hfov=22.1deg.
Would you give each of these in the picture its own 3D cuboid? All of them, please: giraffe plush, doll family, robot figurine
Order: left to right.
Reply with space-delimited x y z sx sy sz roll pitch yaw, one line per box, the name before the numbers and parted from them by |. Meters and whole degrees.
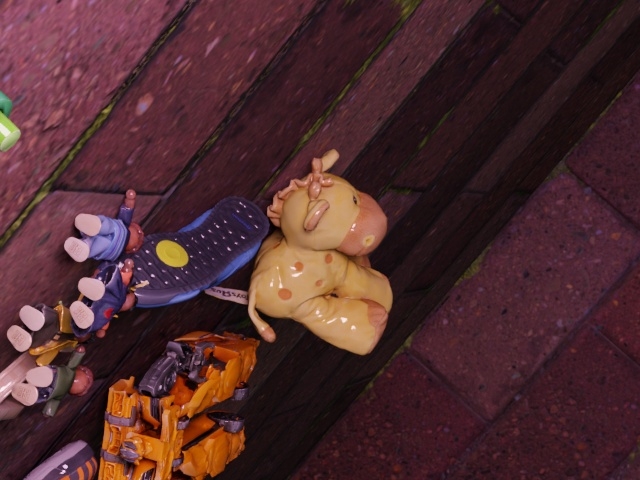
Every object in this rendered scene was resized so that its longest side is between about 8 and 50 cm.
doll family | -0.190 0.051 1.331 0.193 0.076 0.111 -53 163 10
robot figurine | -0.156 0.198 1.811 0.291 0.085 0.211 -17 118 -67
giraffe plush | 0.000 0.000 1.737 0.210 0.181 0.170 4 125 -31

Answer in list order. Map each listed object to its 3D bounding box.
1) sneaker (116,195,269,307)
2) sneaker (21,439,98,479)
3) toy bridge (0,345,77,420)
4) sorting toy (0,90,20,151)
sneaker | -0.126 0.028 1.502 0.082 0.069 0.209 -51 169 35
sneaker | -0.282 0.363 1.757 0.124 0.180 0.321 -32 161 -55
toy bridge | -0.280 0.143 1.419 0.188 0.026 0.063 -50 167 7
sorting toy | -0.283 0.025 0.763 0.365 0.126 0.127 -44 168 -16
